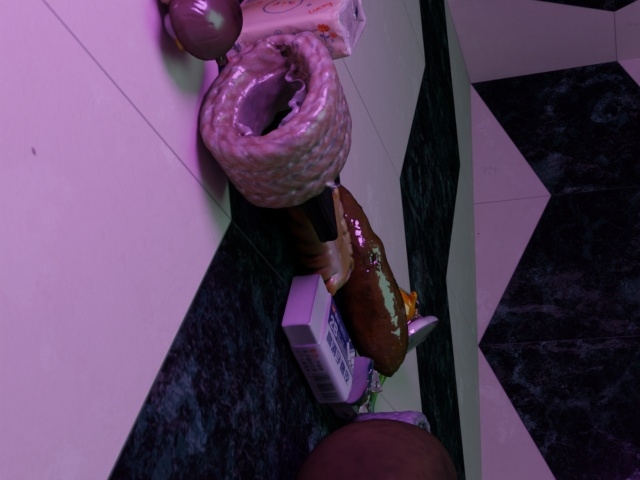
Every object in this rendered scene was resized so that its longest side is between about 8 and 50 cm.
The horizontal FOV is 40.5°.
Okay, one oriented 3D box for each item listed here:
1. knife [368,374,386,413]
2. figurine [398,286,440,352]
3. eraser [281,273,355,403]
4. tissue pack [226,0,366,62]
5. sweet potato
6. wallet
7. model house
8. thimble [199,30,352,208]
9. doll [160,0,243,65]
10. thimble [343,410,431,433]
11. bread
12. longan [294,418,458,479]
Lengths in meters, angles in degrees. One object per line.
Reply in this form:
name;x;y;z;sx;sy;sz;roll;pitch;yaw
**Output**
knife;0.126;0.341;1.925;0.166;0.023;0.078;-68;154;-53
figurine;0.168;0.191;2.025;0.141;0.166;0.250;52;-18;15
eraser;-0.002;0.174;1.517;0.124;0.068;0.210;-76;152;-46
tissue pack;-0.041;-0.331;1.346;0.148;0.196;0.092;-71;147;-50
sweet potato;0.093;0.085;1.766;0.130;0.130;0.422;-30;105;-71
wallet;-0.036;-0.192;1.452;0.197;0.051;0.377;60;16;-52
model house;0.068;0.290;1.660;0.100;0.088;0.100;62;32;-47
thimble;-0.059;-0.170;1.240;0.148;0.196;0.229;66;23;-54
doll;-0.165;-0.324;1.144;0.145;0.096;0.188;-39;111;-75
thimble;0.133;0.453;1.704;0.217;0.157;0.245;-71;149;-48
bread;0.000;0.000;1.557;0.134;0.081;0.225;-58;141;-54
longan;0.098;0.438;1.366;0.319;0.319;0.319;-6;90;-72
